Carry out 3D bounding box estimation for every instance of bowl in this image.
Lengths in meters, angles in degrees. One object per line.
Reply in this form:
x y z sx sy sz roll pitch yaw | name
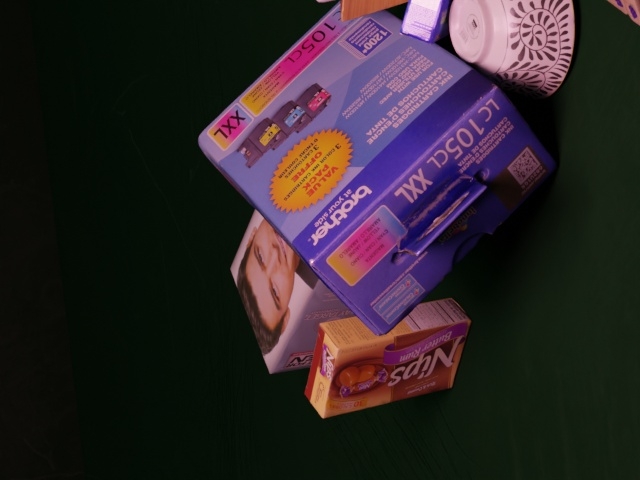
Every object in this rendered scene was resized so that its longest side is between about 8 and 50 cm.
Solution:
0.186 -0.227 1.546 0.170 0.080 0.170 171 90 -67 | bowl

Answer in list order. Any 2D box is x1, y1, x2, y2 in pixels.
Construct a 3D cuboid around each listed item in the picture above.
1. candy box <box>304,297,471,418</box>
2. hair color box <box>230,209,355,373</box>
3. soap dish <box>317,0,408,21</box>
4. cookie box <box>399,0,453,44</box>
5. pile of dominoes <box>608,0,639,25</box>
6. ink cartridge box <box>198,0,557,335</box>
0.080 0.138 1.751 0.053 0.186 0.109 51 140 44 | candy box
0.000 0.000 1.973 0.374 0.113 0.185 115 140 -50 | hair color box
0.063 -0.413 1.649 0.229 0.118 0.291 -87 3 -65 | soap dish
0.127 -0.270 1.575 0.040 0.092 0.107 21 111 13 | cookie box
0.208 -0.323 1.380 0.251 0.040 0.196 59 178 -36 | pile of dominoes
0.066 -0.083 1.616 0.151 0.270 0.395 46 180 -39 | ink cartridge box
